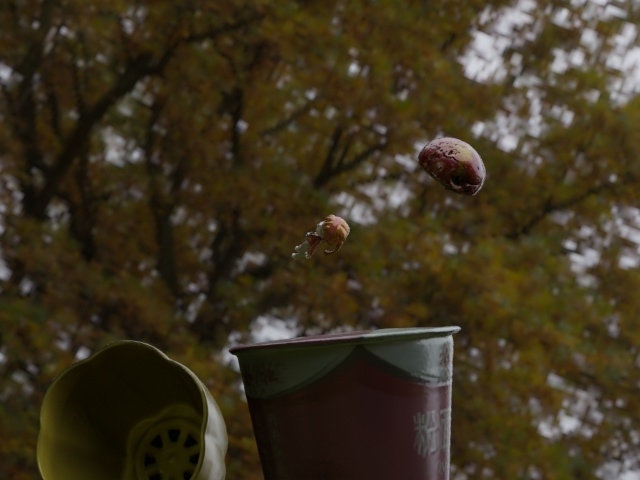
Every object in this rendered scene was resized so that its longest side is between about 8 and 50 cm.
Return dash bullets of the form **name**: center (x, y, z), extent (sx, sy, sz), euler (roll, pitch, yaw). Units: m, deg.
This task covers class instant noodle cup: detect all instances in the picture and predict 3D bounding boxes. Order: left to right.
- **instant noodle cup**: center (0.032, 0.180, 1.552), extent (0.234, 0.178, 0.235), euler (-6, -3, 0)

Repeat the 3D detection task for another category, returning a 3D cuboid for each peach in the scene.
- **peach**: center (0.155, -0.092, 1.800), extent (0.077, 0.050, 0.083), euler (20, 18, -19)

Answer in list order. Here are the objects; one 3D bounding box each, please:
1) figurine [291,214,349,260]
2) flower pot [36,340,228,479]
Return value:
- **figurine**: center (0.000, 0.000, 2.171), extent (0.047, 0.064, 0.109), euler (39, -41, -17)
- **flower pot**: center (-0.187, 0.221, 1.680), extent (0.195, 0.195, 0.179), euler (17, -12, 18)
